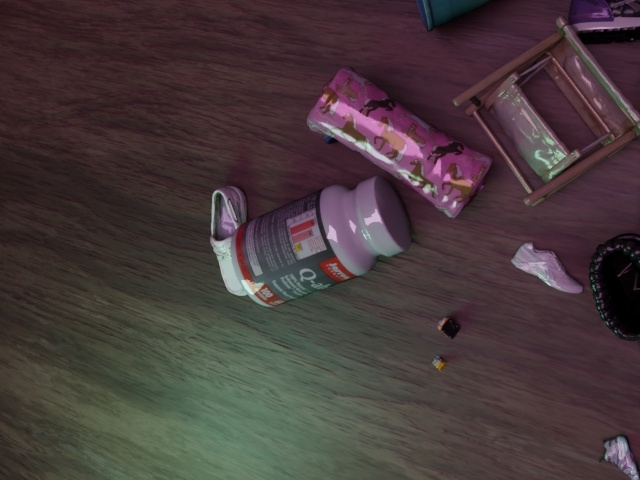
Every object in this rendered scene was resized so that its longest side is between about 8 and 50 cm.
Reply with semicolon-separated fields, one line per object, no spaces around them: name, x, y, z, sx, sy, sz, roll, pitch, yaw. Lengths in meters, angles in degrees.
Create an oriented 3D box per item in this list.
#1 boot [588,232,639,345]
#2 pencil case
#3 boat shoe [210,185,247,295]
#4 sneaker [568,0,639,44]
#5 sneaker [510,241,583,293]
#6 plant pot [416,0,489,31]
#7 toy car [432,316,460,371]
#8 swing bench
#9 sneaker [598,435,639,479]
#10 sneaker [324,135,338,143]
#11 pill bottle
boot;0.601;0.143;1.174;0.131;0.260;0.348;-38;80;23
pencil case;0.165;-0.199;1.356;0.386;0.167;0.160;33;138;7
boat shoe;-0.230;0.005;1.628;0.098;0.096;0.277;-7;93;24
sneaker;0.603;-0.435;1.201;0.283;0.107;0.124;6;92;24
sneaker;0.468;0.057;1.341;0.152;0.053;0.061;32;105;19
plant pot;0.289;-0.572;1.253;0.255;0.271;0.272;-16;89;10
toy car;0.262;0.223;1.453;0.040;0.060;0.122;33;104;51
swing bench;0.439;-0.238;1.265;0.254;0.165;0.253;-36;80;19
sneaker;0.600;0.449;1.334;0.069;0.038;0.098;-22;77;26
sneaker;0.054;-0.281;1.494;0.059;0.053;0.144;46;103;13
pill bottle;0.000;0.000;1.460;0.363;0.210;0.210;-22;87;25
